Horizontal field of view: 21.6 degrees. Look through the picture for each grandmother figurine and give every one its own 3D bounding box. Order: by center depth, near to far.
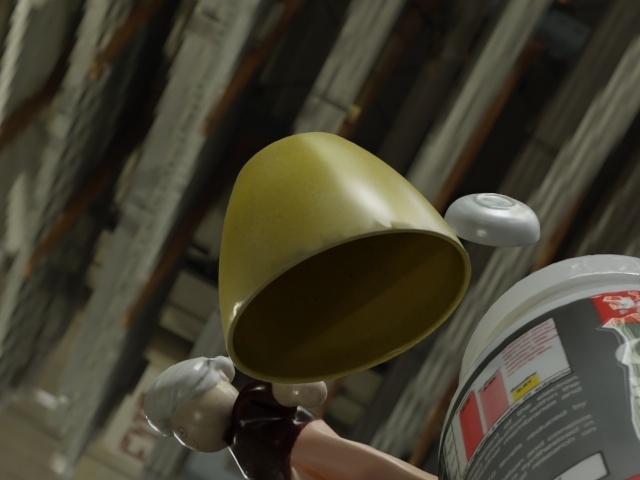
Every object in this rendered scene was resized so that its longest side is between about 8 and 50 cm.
[{"bbox_3d":[-0.014,0.191,1.475,0.104,0.342,0.208,-39,-39,-42],"label":"grandmother figurine"}]

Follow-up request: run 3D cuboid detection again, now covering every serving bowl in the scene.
[{"bbox_3d":[0.148,-0.022,1.431,0.083,0.083,0.027,-59,-23,-68],"label":"serving bowl"}]

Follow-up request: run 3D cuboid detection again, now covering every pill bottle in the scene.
[{"bbox_3d":[0.166,0.144,0.841,0.210,0.210,0.363,-63,9,16],"label":"pill bottle"}]

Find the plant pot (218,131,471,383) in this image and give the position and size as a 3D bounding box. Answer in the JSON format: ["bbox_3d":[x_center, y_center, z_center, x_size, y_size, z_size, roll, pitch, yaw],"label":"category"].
[{"bbox_3d":[0.000,0.000,0.890,0.095,0.134,0.134,67,148,32],"label":"plant pot"}]
